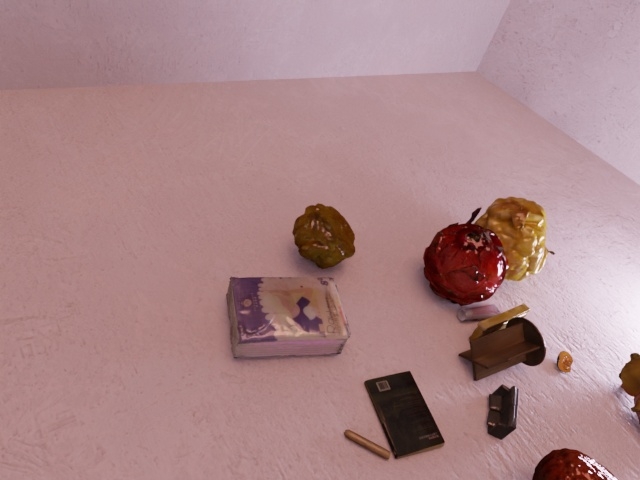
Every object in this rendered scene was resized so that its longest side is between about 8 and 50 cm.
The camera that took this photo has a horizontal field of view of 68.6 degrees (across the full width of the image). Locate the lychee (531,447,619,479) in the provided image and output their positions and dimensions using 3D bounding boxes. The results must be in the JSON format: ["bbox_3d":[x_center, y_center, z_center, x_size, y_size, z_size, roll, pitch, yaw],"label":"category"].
[{"bbox_3d":[0.644,0.661,1.151,0.300,0.255,0.255,50,40,-16],"label":"lychee"}]

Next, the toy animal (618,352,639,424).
[{"bbox_3d":[1.081,0.501,1.526,0.195,0.169,0.281,9,43,-16],"label":"toy animal"}]

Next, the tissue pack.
[{"bbox_3d":[-0.099,0.224,1.413,0.343,0.125,0.242,3,43,-21],"label":"tissue pack"}]

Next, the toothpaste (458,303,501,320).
[{"bbox_3d":[0.580,0.262,1.695,0.194,0.043,0.067,0,42,-29],"label":"toothpaste"}]

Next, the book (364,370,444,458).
[{"bbox_3d":[0.236,0.488,1.332,0.160,0.024,0.228,-4,46,-23],"label":"book"}]

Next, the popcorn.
[{"bbox_3d":[0.731,-0.011,1.876,0.381,0.349,0.349,7,35,27],"label":"popcorn"}]

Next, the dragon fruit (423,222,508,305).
[{"bbox_3d":[0.517,0.084,1.691,0.295,0.302,0.296,-3,54,3],"label":"dragon fruit"}]

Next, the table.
[{"bbox_3d":[0.578,0.357,1.515,0.226,0.167,0.167,-13,50,-21],"label":"table"}]

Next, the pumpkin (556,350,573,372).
[{"bbox_3d":[0.840,0.424,1.623,0.050,0.028,0.083,31,51,11],"label":"pumpkin"}]

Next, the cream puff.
[{"bbox_3d":[0.012,-0.011,1.649,0.244,0.196,0.244,10,64,-22],"label":"cream puff"}]

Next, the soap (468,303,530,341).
[{"bbox_3d":[0.625,0.291,1.637,0.251,0.092,0.037,-13,46,-31],"label":"soap"}]

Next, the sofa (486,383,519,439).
[{"bbox_3d":[0.536,0.499,1.387,0.060,0.085,0.147,28,43,5],"label":"sofa"}]

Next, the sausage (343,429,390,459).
[{"bbox_3d":[0.123,0.537,1.237,0.132,0.024,0.024,26,42,7],"label":"sausage"}]
